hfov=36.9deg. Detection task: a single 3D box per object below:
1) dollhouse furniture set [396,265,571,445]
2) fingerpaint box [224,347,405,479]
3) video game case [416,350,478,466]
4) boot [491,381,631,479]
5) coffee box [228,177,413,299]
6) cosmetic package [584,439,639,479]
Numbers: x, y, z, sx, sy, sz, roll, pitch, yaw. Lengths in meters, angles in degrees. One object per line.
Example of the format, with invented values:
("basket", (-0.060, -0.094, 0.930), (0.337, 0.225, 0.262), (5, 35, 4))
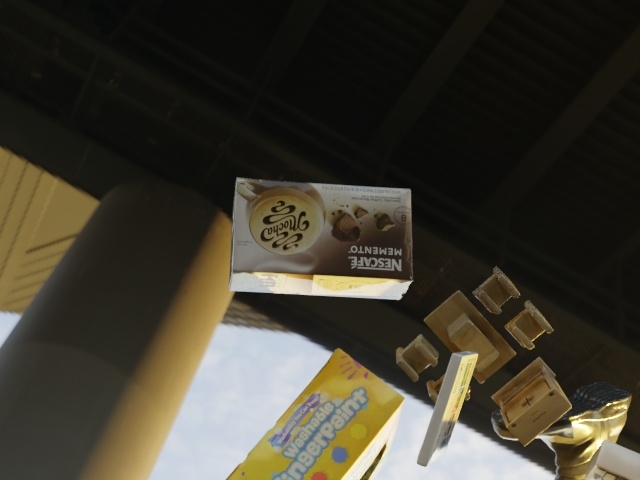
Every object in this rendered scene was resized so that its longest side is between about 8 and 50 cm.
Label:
("dollhouse furniture set", (0.273, 0.187, 1.544), (0.212, 0.161, 0.242), (-42, -85, 8))
("fingerpaint box", (-0.048, 0.466, 1.739), (0.163, 0.445, 0.371), (35, -25, 17))
("video game case", (0.178, 0.231, 1.335), (0.019, 0.143, 0.157), (18, -89, 18))
("boot", (0.481, 0.418, 1.906), (0.338, 0.118, 0.222), (-3, -73, -25))
("coffee box", (0.000, 0.000, 1.612), (0.297, 0.168, 0.119), (4, -21, -7))
("cosmetic package", (0.629, 0.463, 1.806), (0.239, 0.060, 0.099), (22, -27, 13))
